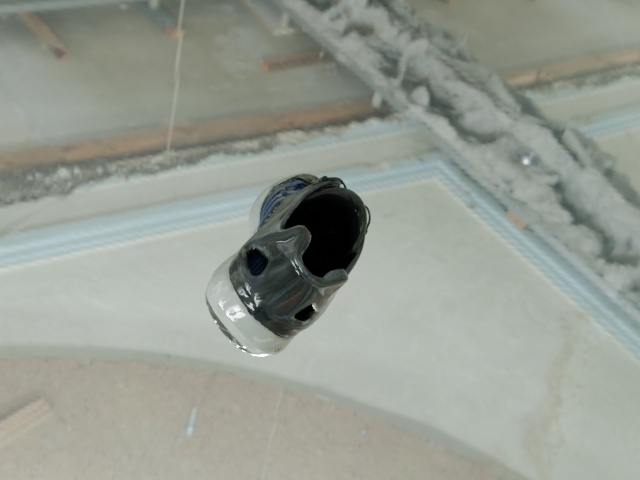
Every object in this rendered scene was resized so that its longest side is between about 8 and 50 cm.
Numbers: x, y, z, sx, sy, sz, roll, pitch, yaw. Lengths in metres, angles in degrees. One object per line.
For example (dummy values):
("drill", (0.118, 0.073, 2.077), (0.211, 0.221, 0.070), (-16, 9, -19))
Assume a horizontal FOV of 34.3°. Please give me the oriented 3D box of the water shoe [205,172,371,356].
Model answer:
("water shoe", (0.000, 0.000, 0.602), (0.073, 0.080, 0.203), (49, -158, -11))
